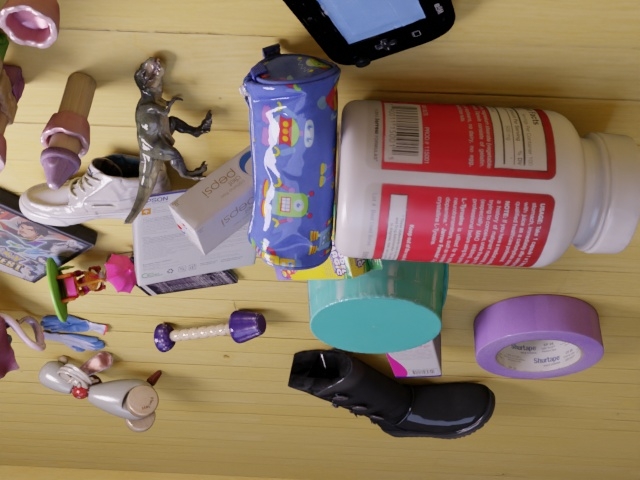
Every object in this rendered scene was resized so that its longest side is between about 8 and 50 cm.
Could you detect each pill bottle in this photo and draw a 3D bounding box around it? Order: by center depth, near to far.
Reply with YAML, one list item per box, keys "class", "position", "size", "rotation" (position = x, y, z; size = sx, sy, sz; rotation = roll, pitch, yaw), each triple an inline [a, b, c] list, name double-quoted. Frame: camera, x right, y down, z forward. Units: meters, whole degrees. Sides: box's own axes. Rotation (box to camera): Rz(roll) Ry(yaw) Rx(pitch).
- class: "pill bottle"
  position: [0.228, -0.078, 1.085]
  size: [0.408, 0.228, 0.229]
  rotation: [4, 149, 0]

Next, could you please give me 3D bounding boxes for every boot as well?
- class: "boot"
  position: [-0.379, -0.096, 1.259]
  size: [0.259, 0.095, 0.123]
  rotation: [-2, 143, -7]
- class: "boot"
  position: [0.189, 0.384, 1.955]
  size: [0.367, 0.146, 0.445]
  rotation: [-23, 136, 33]

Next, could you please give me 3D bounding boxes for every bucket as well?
- class: "bucket"
  position: [0.103, 0.083, 1.404]
  size: [0.282, 0.183, 0.281]
  rotation: [2, 149, 1]

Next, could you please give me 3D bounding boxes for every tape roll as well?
- class: "tape roll"
  position: [0.485, 0.222, 1.690]
  size: [0.275, 0.090, 0.274]
  rotation: [2, 148, 1]

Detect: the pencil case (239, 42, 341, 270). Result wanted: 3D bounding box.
- class: "pencil case"
  position: [-0.042, -0.108, 1.047]
  size: [0.133, 0.119, 0.305]
  rotation: [-2, 120, -5]

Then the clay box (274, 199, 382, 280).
- class: "clay box"
  position: [0.000, 0.000, 1.274]
  size: [0.053, 0.127, 0.222]
  rotation: [-20, -170, -41]

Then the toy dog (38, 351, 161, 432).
- class: "toy dog"
  position: [-0.562, 0.377, 2.025]
  size: [0.334, 0.160, 0.220]
  rotation: [38, 140, -22]

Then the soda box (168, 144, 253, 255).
- class: "soda box"
  position: [-0.119, -0.078, 1.146]
  size: [0.069, 0.216, 0.074]
  rotation: [41, 160, 26]

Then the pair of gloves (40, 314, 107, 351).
- class: "pair of gloves"
  position: [-0.614, 0.234, 1.873]
  size: [0.159, 0.023, 0.198]
  rotation: [12, 147, -14]

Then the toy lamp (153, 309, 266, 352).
- class: "toy lamp"
  position: [-0.256, 0.209, 1.749]
  size: [0.275, 0.080, 0.080]
  rotation: [-10, 146, 21]

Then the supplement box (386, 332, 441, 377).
- class: "supplement box"
  position: [0.205, 0.216, 1.684]
  size: [0.111, 0.113, 0.220]
  rotation: [-4, 149, 13]

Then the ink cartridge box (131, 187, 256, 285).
- class: "ink cartridge box"
  position: [-0.211, -0.026, 1.299]
  size: [0.224, 0.045, 0.223]
  rotation: [-10, 140, -22]

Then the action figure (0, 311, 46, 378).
- class: "action figure"
  position: [-0.742, 0.154, 1.590]
  size: [0.276, 0.248, 0.370]
  rotation: [-19, 128, -25]

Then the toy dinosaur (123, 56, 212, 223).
- class: "toy dinosaur"
  position: [-0.225, -0.144, 1.125]
  size: [0.118, 0.064, 0.268]
  rotation: [4, 117, -15]

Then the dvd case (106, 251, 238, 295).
- class: "dvd case"
  position: [-0.305, 0.060, 1.563]
  size: [0.222, 0.018, 0.164]
  rotation: [-10, 147, 19]

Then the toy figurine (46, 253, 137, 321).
- class: "toy figurine"
  position: [-0.442, 0.080, 1.498]
  size: [0.159, 0.130, 0.173]
  rotation: [-12, -179, -11]

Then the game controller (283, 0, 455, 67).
- class: "game controller"
  position: [0.051, -0.280, 0.838]
  size: [0.167, 0.067, 0.319]
  rotation: [-6, 170, 18]

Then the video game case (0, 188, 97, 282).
- class: "video game case"
  position: [-0.616, -0.014, 1.451]
  size: [0.248, 0.035, 0.275]
  rotation: [-26, 139, 38]

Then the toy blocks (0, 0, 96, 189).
- class: "toy blocks"
  position: [-0.465, -0.185, 0.940]
  size: [0.309, 0.259, 0.288]
  rotation: [5, 149, -3]
